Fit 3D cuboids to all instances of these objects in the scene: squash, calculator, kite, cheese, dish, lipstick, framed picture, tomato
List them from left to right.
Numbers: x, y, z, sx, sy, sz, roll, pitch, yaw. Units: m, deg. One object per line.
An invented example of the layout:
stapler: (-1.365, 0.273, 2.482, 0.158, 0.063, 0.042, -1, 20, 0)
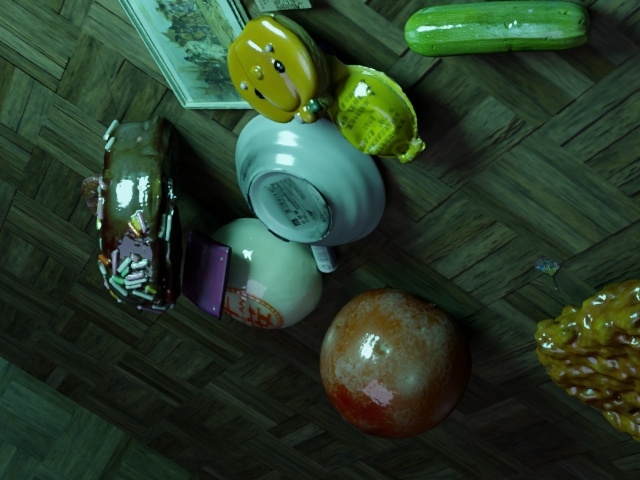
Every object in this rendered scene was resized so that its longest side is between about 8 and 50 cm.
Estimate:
framed picture: (-0.178, -0.290, 1.429, 0.217, 0.017, 0.274, 4, 141, 33)
calculator: (-0.203, 0.055, 1.705, 0.034, 0.126, 0.190, 3, -171, -28)
dish: (-0.034, -0.072, 1.524, 0.260, 0.085, 0.260, 16, 135, 17)
lipstick: (0.000, 0.000, 1.681, 0.040, 0.040, 0.141, 11, 144, 25)
cheese: (0.041, -0.200, 1.352, 0.250, 0.064, 0.156, 40, 146, -1)
tomato: (0.121, 0.218, 1.708, 0.265, 0.265, 0.265, 19, 147, 13)
squash: (0.204, -0.250, 1.162, 0.229, 0.066, 0.066, 4, 141, 30)
kite: (0.350, 0.049, 1.528, 0.044, 0.002, 0.078, 15, 145, 19)

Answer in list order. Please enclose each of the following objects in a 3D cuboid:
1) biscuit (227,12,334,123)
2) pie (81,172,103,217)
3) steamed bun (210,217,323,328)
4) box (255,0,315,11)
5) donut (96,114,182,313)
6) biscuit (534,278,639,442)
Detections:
biscuit: (-0.058, -0.221, 1.339, 0.170, 0.050, 0.170, 28, 141, 26)
pie: (-0.391, -0.070, 1.875, 0.154, 0.036, 0.154, 19, 145, 14)
steamed bun: (-0.114, 0.077, 1.773, 0.232, 0.145, 0.232, 19, 146, 13)
box: (-0.051, -0.326, 1.277, 0.083, 0.024, 0.053, 5, 141, 34)
donut: (-0.303, -0.015, 1.669, 0.136, 0.259, 0.345, 2, 146, -3)
biscuit: (0.508, 0.188, 1.509, 0.312, 0.110, 0.318, 36, 147, -17)
